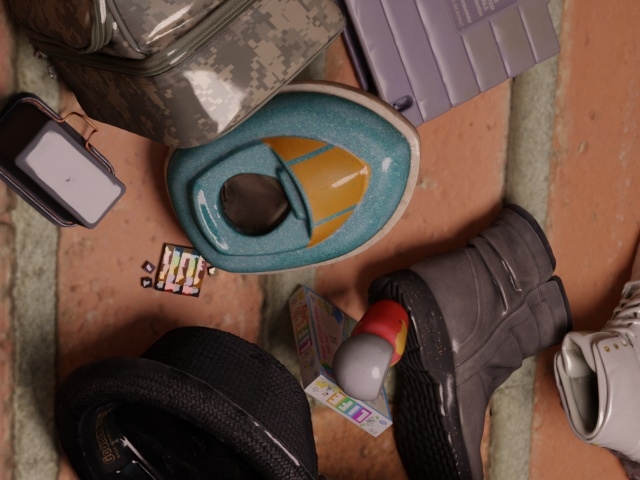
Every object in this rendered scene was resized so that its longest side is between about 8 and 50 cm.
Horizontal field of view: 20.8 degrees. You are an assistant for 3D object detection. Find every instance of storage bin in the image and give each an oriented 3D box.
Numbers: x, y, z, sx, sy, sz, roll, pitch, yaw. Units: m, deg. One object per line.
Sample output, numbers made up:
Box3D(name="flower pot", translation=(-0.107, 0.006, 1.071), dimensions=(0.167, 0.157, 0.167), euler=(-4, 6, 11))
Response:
Box3D(name="storage bin", translation=(-0.247, -0.074, 1.674), dimensions=(0.098, 0.091, 0.135), euler=(-50, 118, -8))

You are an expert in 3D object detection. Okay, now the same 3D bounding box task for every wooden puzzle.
Box3D(name="wooden puzzle", translation=(-0.144, 0.031, 1.795), dimensions=(0.083, 0.006, 0.049), euler=(12, 96, -27))

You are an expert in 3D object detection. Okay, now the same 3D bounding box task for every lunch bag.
Box3D(name="lunch bag", translation=(-0.165, -0.247, 1.561), dimensions=(0.212, 0.305, 0.256), euler=(-40, 119, -16))

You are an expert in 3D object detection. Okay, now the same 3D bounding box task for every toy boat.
Box3D(name="toy boat", translation=(0.000, 0.000, 1.716), dimensions=(0.268, 0.148, 0.318), euler=(-22, 106, 23))

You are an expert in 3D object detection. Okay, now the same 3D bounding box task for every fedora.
Box3D(name="fedora", translation=(-0.098, 0.201, 1.746), dimensions=(0.334, 0.334, 0.152), euler=(53, 47, -25))

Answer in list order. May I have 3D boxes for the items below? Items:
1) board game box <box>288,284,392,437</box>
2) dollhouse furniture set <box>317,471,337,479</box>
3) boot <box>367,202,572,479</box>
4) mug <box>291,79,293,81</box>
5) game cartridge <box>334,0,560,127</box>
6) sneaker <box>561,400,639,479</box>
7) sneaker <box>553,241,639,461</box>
Box3D(name="board game box", translation=(0.020, 0.124, 1.815), dimensions=(0.103, 0.154, 0.026), euler=(36, 113, -27))
Box3D(name="dollhouse furniture set", translation=(-0.011, 0.308, 1.862), dimensions=(0.081, 0.114, 0.091), euler=(6, 101, -22))
Box3D(name="boot", translation=(0.193, 0.147, 1.929), dimensions=(0.223, 0.118, 0.338), euler=(-25, 118, -28))
Box3D(name="mug", translation=(-0.060, -0.151, 1.774), dimensions=(0.062, 0.078, 0.064), euler=(-47, 132, -46))
Box3D(name="game cartridge", translation=(0.104, -0.313, 1.809), dimensions=(0.230, 0.068, 0.355), euler=(-29, 112, -21))
Box3D(name="sneaker", translation=(0.411, 0.239, 2.052), dimensions=(0.115, 0.105, 0.281), euler=(-49, 117, -9))
Box3D(name="sneaker", translation=(0.348, 0.098, 1.943), dimensions=(0.169, 0.108, 0.292), euler=(17, 66, -31))
